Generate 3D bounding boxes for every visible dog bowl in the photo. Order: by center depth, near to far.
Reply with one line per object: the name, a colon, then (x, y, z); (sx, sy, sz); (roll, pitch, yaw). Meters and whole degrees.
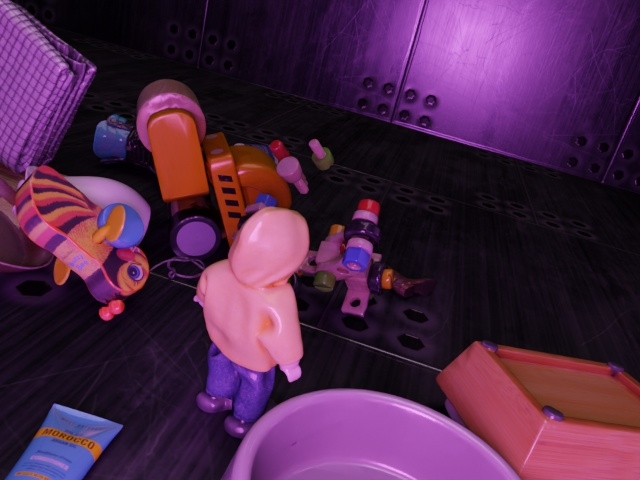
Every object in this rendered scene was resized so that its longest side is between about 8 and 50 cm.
dog bowl: (0.058, 0.279, 0.569); (0.349, 0.102, 0.348); (12, 22, -5)

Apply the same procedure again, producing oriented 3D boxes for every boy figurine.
boy figurine: (-0.086, 0.086, 0.695); (0.177, 0.284, 0.092); (26, 26, 34)

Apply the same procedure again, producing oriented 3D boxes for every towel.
towel: (-0.606, -0.311, 1.186); (0.235, 0.283, 0.121); (42, 23, 9)

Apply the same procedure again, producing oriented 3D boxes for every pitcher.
pitcher: (-0.416, -0.060, 1.024); (0.207, 0.125, 0.178); (19, 2, -30)

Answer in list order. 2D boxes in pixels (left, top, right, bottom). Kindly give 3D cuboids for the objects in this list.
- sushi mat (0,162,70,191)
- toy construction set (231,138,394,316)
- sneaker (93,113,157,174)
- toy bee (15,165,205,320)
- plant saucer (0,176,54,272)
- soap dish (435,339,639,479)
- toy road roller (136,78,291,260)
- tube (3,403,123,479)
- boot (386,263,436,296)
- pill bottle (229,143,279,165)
sushi mat: (-0.557, -0.107, 1.201); (0.317, 0.019, 0.151); (18, 22, 8)
toy construction set: (0.000, 0.000, 1.030); (0.258, 0.237, 0.308); (-19, 56, 13)
sneaker: (-0.439, -0.220, 1.391); (0.179, 0.123, 0.295); (7, 15, -29)
toy bee: (-0.313, 0.024, 0.868); (0.299, 0.195, 0.162); (20, 45, -15)
plant saucer: (-0.546, -0.055, 0.883); (0.310, 0.050, 0.310); (46, 5, -5)
soap dish: (0.328, 0.238, 0.767); (0.291, 0.118, 0.229); (12, 16, -14)
toy road roller: (-0.193, -0.142, 1.112); (0.241, 0.329, 0.202); (-15, 29, -10)
tube: (-0.266, 0.229, 0.568); (0.080, 0.052, 0.207); (24, 16, -5)
boot: (0.165, 0.073, 1.198); (0.107, 0.037, 0.114); (-2, 23, -39)
pill bottle: (-0.187, -0.209, 1.560); (0.170, 0.094, 0.094); (-1, 27, -33)
